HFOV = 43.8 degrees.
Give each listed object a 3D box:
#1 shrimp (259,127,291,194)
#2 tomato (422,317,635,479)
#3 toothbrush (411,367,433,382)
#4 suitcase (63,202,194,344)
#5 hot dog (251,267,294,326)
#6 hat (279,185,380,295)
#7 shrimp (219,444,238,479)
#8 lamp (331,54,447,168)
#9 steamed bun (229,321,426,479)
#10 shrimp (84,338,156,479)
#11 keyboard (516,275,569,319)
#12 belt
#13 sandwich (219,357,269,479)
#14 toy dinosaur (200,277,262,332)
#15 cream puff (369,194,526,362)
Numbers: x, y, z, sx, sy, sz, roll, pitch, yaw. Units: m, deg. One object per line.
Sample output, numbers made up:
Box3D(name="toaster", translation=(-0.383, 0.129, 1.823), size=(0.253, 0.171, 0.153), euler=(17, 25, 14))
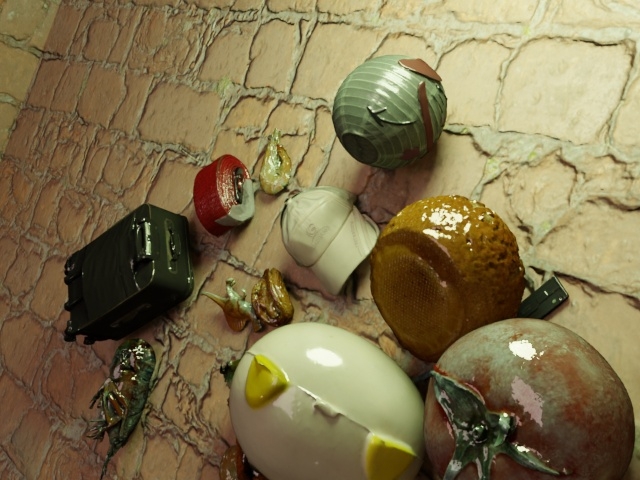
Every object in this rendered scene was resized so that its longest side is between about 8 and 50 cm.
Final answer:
Box3D(name="shrimp", translation=(-0.111, -0.198, 1.978), size=(0.099, 0.041, 0.180), euler=(-13, 66, 40))
Box3D(name="tomato", translation=(0.309, 0.275, 1.202), size=(0.317, 0.283, 0.316), euler=(-3, 86, 47))
Box3D(name="toothbrush", translation=(0.206, 0.256, 1.510), size=(0.219, 0.016, 0.019), euler=(-37, 54, 30))
Box3D(name="suitcase", translation=(-0.522, 0.101, 2.161), size=(0.434, 0.194, 0.283), euler=(-32, 55, 33))
Box3D(name="hot dog", translation=(-0.112, 0.129, 1.840), size=(0.099, 0.065, 0.147), euler=(-47, 49, 32))
Box3D(name="hat", translation=(0.000, 0.000, 1.728), size=(0.219, 0.164, 0.226), euler=(-53, 24, 18))
Box3D(name="shrimp", translation=(-0.167, 0.549, 1.748), size=(0.115, 0.051, 0.217), euler=(-55, 46, 23))
Box3D(name="lamp", translation=(0.143, -0.265, 1.608), size=(0.233, 0.265, 0.233), euler=(-1, 68, 2))
Box3D(name="steamed bun", translation=(0.014, 0.315, 1.436), size=(0.374, 0.334, 0.333), euler=(28, 96, 9))
Box3D(name="shrimp", translation=(-0.538, 0.439, 2.115), size=(0.372, 0.137, 0.172), euler=(-65, 6, -6))
Box3D(name="keyboard", translation=(0.367, 0.127, 1.403), size=(0.155, 0.010, 0.053), euler=(-44, 48, 25))
Box3D(name="belt", translation=(-0.238, -0.118, 2.011), size=(0.124, 0.128, 0.200), euler=(-28, 55, 36))
Box3D(name="sandwich", translation=(-0.109, 0.392, 1.684), size=(0.250, 0.162, 0.301), euler=(155, 109, -74))
Box3D(name="toy dinosaur", translation=(-0.208, 0.167, 1.943), size=(0.212, 0.057, 0.142), euler=(-23, 78, 51))
Box3D(name="cream puff", translation=(0.234, 0.061, 1.404), size=(0.303, 0.212, 0.303), euler=(31, 131, 45))
